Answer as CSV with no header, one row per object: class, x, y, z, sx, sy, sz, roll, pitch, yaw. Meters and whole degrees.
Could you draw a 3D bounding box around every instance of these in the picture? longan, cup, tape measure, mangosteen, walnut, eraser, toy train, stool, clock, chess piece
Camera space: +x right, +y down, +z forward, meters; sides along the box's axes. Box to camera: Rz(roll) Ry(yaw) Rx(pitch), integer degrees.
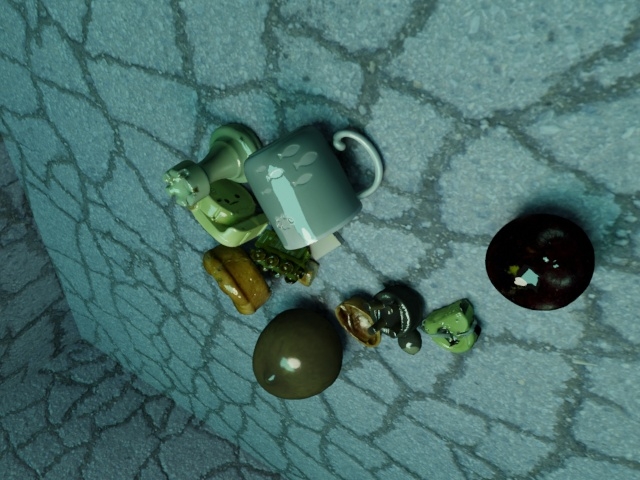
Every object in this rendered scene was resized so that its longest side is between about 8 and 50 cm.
longan,-0.086,0.427,1.612,0.361,0.361,0.360,19,131,23
cup,-0.013,-0.178,1.185,0.357,0.259,0.274,-27,106,12
tape measure,0.404,0.271,1.315,0.154,0.087,0.178,49,138,-6
mangosteen,0.500,0.053,1.010,0.228,0.228,0.265,34,173,9
walnut,0.146,0.269,1.497,0.167,0.087,0.211,-4,124,43
eraser,0.000,0.000,1.442,0.103,0.023,0.150,49,136,-6
toy train,-0.134,0.055,1.483,0.226,0.137,0.090,22,154,26
stool,0.239,0.246,1.346,0.228,0.139,0.153,48,129,21
clock,-0.329,-0.126,1.439,0.308,0.235,0.096,44,120,6
chess piece,-0.327,-0.220,1.308,0.195,0.299,0.194,19,131,23

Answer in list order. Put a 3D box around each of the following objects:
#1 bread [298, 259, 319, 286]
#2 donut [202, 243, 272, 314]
bread,-0.052,0.112,1.526,0.070,0.076,0.083,23,134,15
donut,-0.311,0.139,1.604,0.317,0.150,0.299,43,162,34
